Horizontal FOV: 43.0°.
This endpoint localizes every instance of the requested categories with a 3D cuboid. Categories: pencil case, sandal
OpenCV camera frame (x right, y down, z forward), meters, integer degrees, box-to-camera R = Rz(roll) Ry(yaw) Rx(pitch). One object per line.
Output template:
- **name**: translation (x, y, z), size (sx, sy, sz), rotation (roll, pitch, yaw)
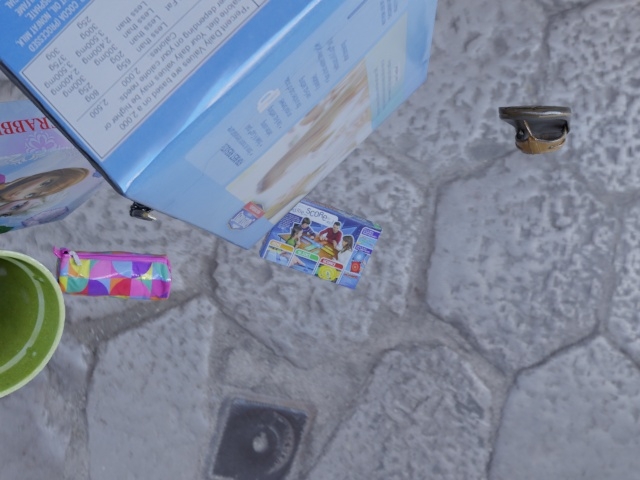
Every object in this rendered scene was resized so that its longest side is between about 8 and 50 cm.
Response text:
- **pencil case**: translation (-0.416, 0.067, 1.630), size (0.236, 0.104, 0.104), rotation (4, 94, -19)
- **sandal**: translation (0.290, -0.141, 1.093), size (0.090, 0.219, 0.060), rotation (1, 86, 17)

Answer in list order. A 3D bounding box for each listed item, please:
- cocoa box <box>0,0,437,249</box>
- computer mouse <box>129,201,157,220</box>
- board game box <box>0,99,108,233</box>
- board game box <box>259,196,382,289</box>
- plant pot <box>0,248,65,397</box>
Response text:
- **cocoa box**: translation (-0.073, -0.157, 0.557), size (0.231, 0.347, 0.228), rotation (-44, 83, 0)
- **computer mouse**: translation (-0.216, -0.072, 1.410), size (0.184, 0.262, 0.060), rotation (-19, 115, -40)
- **board game box**: translation (-0.389, -0.074, 0.973), size (0.318, 0.318, 0.066), rotation (-19, 85, -45)
- **board game box**: translation (0.000, 0.000, 1.560), size (0.201, 0.035, 0.136), rotation (20, 106, -15)
- **plant pot**: translation (-0.646, 0.115, 1.467), size (0.276, 0.254, 0.276), rotation (-17, 117, -38)
